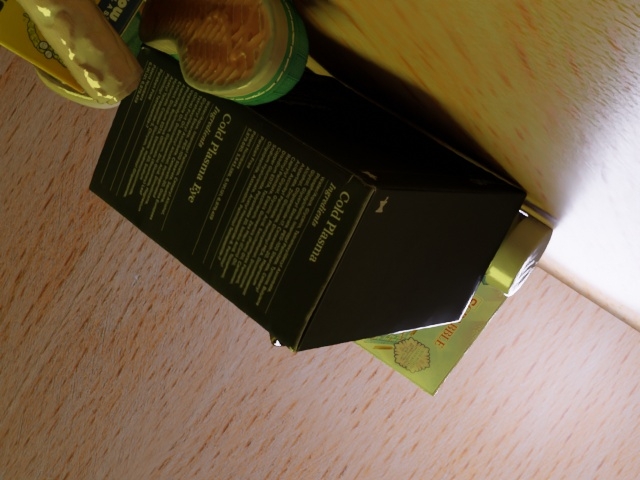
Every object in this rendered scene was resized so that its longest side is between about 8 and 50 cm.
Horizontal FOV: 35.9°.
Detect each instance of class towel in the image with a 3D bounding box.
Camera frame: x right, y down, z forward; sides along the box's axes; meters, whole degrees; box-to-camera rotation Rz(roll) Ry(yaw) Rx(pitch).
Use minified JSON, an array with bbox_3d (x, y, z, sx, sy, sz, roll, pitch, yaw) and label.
[{"bbox_3d":[-0.269,-0.267,0.828,0.332,0.053,0.317,54,177,-18],"label":"towel"}]

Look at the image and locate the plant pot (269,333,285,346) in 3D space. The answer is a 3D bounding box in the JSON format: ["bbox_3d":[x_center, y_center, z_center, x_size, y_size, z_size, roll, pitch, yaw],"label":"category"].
[{"bbox_3d":[0.000,0.000,1.356,0.215,0.215,0.231,23,-134,-70],"label":"plant pot"}]

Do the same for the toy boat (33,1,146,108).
[{"bbox_3d":[-0.261,-0.307,1.509,0.318,0.268,0.148,19,146,3],"label":"toy boat"}]

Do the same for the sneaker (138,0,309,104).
[{"bbox_3d":[-0.059,-0.172,0.843,0.121,0.108,0.302,20,-169,-29],"label":"sneaker"}]

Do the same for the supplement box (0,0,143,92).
[{"bbox_3d":[-0.408,-0.366,1.192,0.356,0.195,0.194,30,-175,-40],"label":"supplement box"}]

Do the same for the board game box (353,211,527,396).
[{"bbox_3d":[0.121,0.027,1.470,0.318,0.319,0.066,34,-148,5],"label":"board game box"}]

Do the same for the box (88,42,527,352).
[{"bbox_3d":[-0.006,-0.052,1.065,0.312,0.179,0.343,35,-160,29],"label":"box"}]

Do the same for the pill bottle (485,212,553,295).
[{"bbox_3d":[0.175,-0.030,1.261,0.221,0.121,0.121,35,-176,19],"label":"pill bottle"}]
